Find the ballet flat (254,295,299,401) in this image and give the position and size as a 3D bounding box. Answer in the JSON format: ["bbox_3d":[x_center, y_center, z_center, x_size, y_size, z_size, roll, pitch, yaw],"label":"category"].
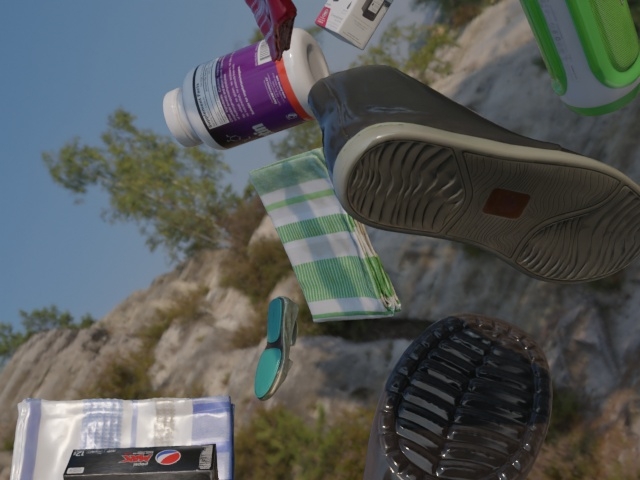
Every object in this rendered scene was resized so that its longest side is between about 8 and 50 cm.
[{"bbox_3d":[-0.060,0.169,1.254,0.057,0.052,0.168,-10,63,46],"label":"ballet flat"}]

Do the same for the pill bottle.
[{"bbox_3d":[-0.147,-0.292,1.630,0.181,0.323,0.181,48,-146,-48],"label":"pill bottle"}]

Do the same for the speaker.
[{"bbox_3d":[0.316,-0.297,1.011,0.296,0.131,0.131,52,-129,-39],"label":"speaker"}]

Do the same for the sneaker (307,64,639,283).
[{"bbox_3d":[0.102,-0.050,0.503,0.083,0.222,0.118,-61,27,28],"label":"sneaker"}]

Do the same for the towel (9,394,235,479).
[{"bbox_3d":[-0.251,0.294,1.030,0.034,0.285,0.209,99,170,-56],"label":"towel"}]

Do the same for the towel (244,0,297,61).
[{"bbox_3d":[-0.104,-0.354,0.955,0.031,0.275,0.199,-29,2,-5],"label":"towel"}]

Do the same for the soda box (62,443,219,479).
[{"bbox_3d":[-0.203,0.275,0.930,0.053,0.169,0.060,-98,7,-71],"label":"soda box"}]

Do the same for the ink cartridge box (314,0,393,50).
[{"bbox_3d":[0.069,-0.411,1.374,0.150,0.063,0.109,-58,30,9],"label":"ink cartridge box"}]

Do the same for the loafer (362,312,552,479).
[{"bbox_3d":[0.084,0.220,0.667,0.130,0.134,0.366,96,-159,-55],"label":"loafer"}]

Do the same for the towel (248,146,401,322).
[{"bbox_3d":[0.000,0.000,1.487,0.038,0.325,0.248,-32,12,-36],"label":"towel"}]
